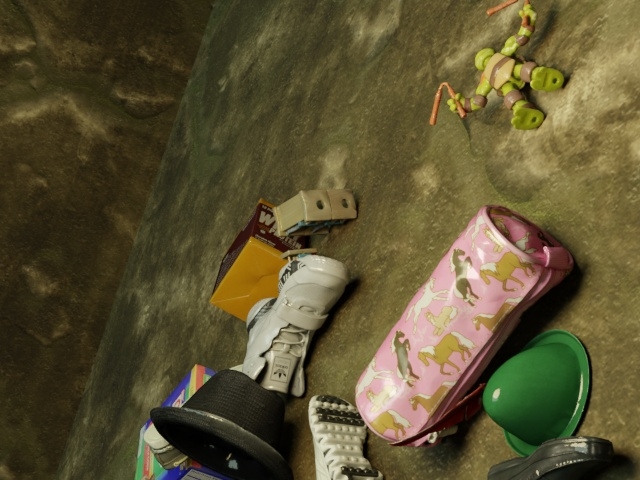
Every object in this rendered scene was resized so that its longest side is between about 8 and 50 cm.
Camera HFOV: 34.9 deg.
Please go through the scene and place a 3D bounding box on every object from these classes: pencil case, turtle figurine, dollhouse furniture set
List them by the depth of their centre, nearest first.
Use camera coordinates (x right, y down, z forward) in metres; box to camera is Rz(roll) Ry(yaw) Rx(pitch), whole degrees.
[{"bbox_3d":[0.205,0.129,1.498,0.386,0.167,0.160,-59,-12,21],"label":"pencil case"},{"bbox_3d":[0.306,-0.264,1.700,0.269,0.087,0.217,-52,35,15],"label":"turtle figurine"},{"bbox_3d":[0.000,0.000,2.121,0.129,0.129,0.183,-28,70,56],"label":"dollhouse furniture set"}]

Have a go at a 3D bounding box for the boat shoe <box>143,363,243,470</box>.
[{"bbox_3d":[-0.233,0.370,2.172,0.305,0.091,0.109,-34,24,-27],"label":"boat shoe"}]

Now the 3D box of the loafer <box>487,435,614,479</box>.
[{"bbox_3d":[0.289,0.302,1.282,0.223,0.076,0.078,-44,38,52],"label":"loafer"}]

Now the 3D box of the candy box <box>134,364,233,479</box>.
[{"bbox_3d":[-0.314,0.487,2.341,0.317,0.122,0.268,-47,31,37],"label":"candy box"}]

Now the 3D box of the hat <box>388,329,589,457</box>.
[{"bbox_3d":[0.230,0.193,1.355,0.173,0.183,0.208,-21,52,59],"label":"hat"}]

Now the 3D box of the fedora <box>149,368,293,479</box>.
[{"bbox_3d":[-0.167,0.351,1.971,0.334,0.334,0.152,-22,35,59],"label":"fedora"}]

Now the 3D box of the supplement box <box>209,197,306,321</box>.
[{"bbox_3d":[-0.134,0.049,2.269,0.191,0.129,0.194,-55,14,28],"label":"supplement box"}]

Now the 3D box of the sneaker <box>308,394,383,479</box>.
[{"bbox_3d":[0.027,0.379,1.744,0.292,0.110,0.118,-108,36,-56],"label":"sneaker"}]

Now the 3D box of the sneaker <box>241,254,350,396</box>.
[{"bbox_3d":[-0.050,0.186,2.028,0.366,0.137,0.210,-46,33,51],"label":"sneaker"}]
